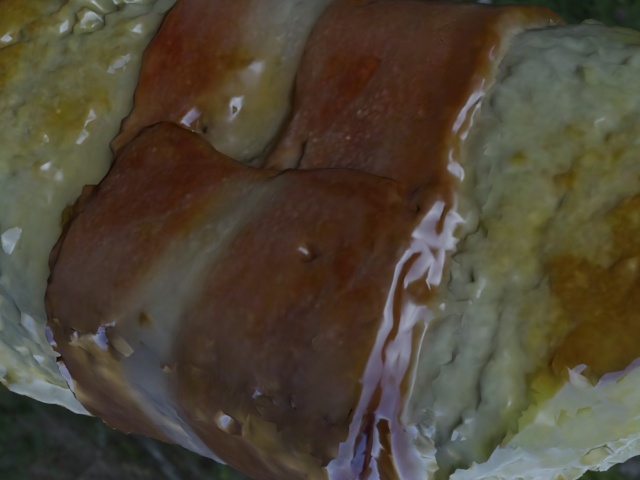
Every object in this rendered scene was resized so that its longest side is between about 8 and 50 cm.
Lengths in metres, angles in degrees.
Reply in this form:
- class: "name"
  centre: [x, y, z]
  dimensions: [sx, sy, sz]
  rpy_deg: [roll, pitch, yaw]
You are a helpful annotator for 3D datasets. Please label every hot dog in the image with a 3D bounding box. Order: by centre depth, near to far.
- class: "hot dog"
  centre: [0.004, 0.000, 0.390]
  dimensions: [0.123, 0.261, 0.093]
  rpy_deg: [-60, 145, -20]
